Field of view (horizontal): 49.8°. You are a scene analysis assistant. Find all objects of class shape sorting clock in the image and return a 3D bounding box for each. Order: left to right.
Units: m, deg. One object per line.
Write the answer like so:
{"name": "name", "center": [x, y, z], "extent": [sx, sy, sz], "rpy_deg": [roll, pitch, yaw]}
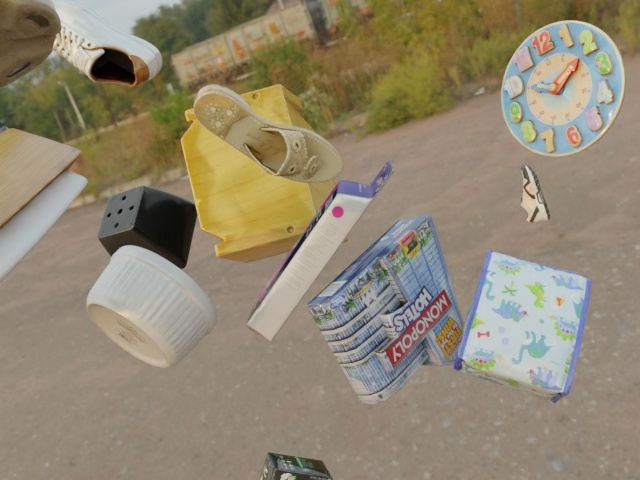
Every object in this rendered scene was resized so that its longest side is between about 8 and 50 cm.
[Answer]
{"name": "shape sorting clock", "center": [0.368, -0.234, 1.065], "extent": [0.040, 0.206, 0.206], "rpy_deg": [0, -1, -40]}

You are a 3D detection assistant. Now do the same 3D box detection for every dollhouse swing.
{"name": "dollhouse swing", "center": [-0.116, -0.125, 1.609], "extent": [0.314, 0.347, 0.305], "rpy_deg": [-16, -15, -1]}

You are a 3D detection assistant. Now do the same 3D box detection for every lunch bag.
{"name": "lunch bag", "center": [0.237, 0.096, 0.807], "extent": [0.128, 0.151, 0.096], "rpy_deg": [16, -16, 12]}

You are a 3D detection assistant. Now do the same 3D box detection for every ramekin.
{"name": "ramekin", "center": [-0.283, 0.117, 1.132], "extent": [0.207, 0.207, 0.109], "rpy_deg": [-4, 43, 47]}

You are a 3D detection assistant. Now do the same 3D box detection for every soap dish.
{"name": "soap dish", "center": [-0.389, 0.007, 0.743], "extent": [0.229, 0.118, 0.291], "rpy_deg": [-44, 17, 17]}

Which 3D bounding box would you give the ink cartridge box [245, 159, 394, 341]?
{"name": "ink cartridge box", "center": [0.000, 0.000, 1.245], "extent": [0.371, 0.069, 0.176], "rpy_deg": [-52, 5, 11]}

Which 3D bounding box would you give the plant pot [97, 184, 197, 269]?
{"name": "plant pot", "center": [-0.441, -0.032, 1.725], "extent": [0.188, 0.167, 0.188], "rpy_deg": [-12, 56, 29]}

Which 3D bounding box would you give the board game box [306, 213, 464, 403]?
{"name": "board game box", "center": [0.104, 0.101, 0.841], "extent": [0.060, 0.194, 0.194], "rpy_deg": [-11, 24, 51]}

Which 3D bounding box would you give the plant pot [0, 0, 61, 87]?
{"name": "plant pot", "center": [-0.523, -0.377, 0.932], "extent": [0.333, 0.306, 0.334], "rpy_deg": [-29, -3, -2]}

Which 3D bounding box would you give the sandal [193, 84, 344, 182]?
{"name": "sandal", "center": [-0.069, -0.121, 0.945], "extent": [0.088, 0.240, 0.079], "rpy_deg": [-46, 31, 29]}

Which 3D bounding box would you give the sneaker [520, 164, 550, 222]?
{"name": "sneaker", "center": [0.377, -0.083, 1.241], "extent": [0.043, 0.109, 0.040], "rpy_deg": [-18, -2, 29]}

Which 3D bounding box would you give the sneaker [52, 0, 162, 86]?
{"name": "sneaker", "center": [-0.459, -0.380, 1.325], "extent": [0.289, 0.106, 0.123], "rpy_deg": [20, 36, -2]}

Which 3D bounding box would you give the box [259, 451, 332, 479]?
{"name": "box", "center": [-0.036, 0.328, 0.922], "extent": [0.083, 0.062, 0.052], "rpy_deg": [14, 6, -19]}
